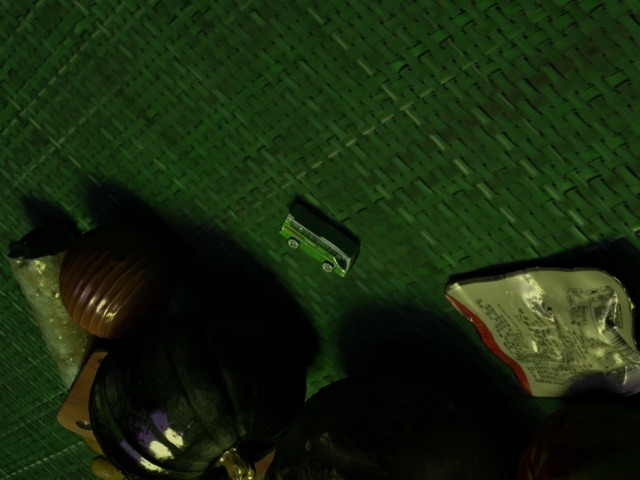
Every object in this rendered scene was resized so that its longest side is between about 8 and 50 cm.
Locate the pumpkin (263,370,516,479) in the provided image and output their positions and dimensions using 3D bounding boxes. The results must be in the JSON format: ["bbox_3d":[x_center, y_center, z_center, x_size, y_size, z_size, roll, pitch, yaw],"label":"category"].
[{"bbox_3d":[0.074,0.304,1.472,0.257,0.291,0.327,-19,103,54],"label":"pumpkin"}]

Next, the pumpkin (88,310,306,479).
[{"bbox_3d":[-0.131,0.186,1.569,0.216,0.250,0.250,56,152,20],"label":"pumpkin"}]

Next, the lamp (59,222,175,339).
[{"bbox_3d":[-0.231,0.047,1.596,0.136,0.136,0.136,24,144,19],"label":"lamp"}]

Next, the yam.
[{"bbox_3d":[-0.319,0.087,1.765,0.093,0.093,0.259,17,141,28],"label":"yam"}]

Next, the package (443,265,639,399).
[{"bbox_3d":[0.232,0.087,1.312,0.166,0.040,0.232,52,152,-16],"label":"package"}]

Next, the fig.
[{"bbox_3d":[0.276,0.240,1.331,0.191,0.181,0.181,-16,127,10],"label":"fig"}]

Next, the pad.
[{"bbox_3d":[-0.188,0.240,1.814,0.286,0.018,0.284,23,148,-10],"label":"pad"}]

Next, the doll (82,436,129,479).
[{"bbox_3d":[-0.263,0.300,1.991,0.137,0.097,0.209,-42,82,25],"label":"doll"}]

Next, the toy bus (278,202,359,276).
[{"bbox_3d":[0.000,0.000,1.422,0.083,0.031,0.037,34,137,4],"label":"toy bus"}]
